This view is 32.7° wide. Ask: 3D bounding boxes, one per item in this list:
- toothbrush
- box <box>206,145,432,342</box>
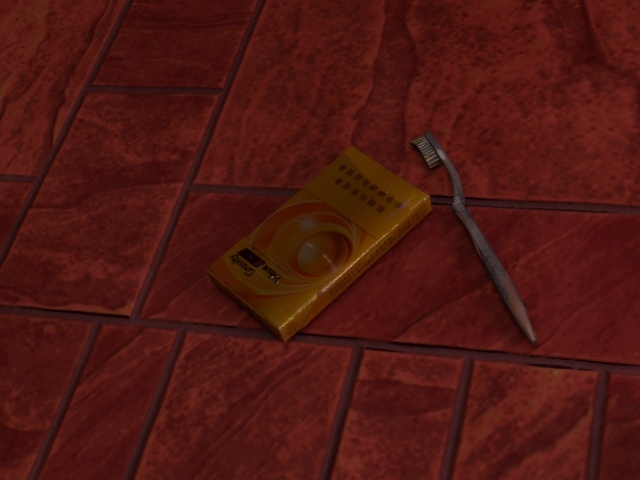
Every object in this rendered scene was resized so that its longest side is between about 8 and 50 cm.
[{"bbox_3d":[0.195,-0.013,1.382,0.037,0.028,0.375,-26,50,3],"label":"toothbrush"},{"bbox_3d":[0.000,0.000,1.418,0.269,0.043,0.152,-41,53,-17],"label":"box"}]
